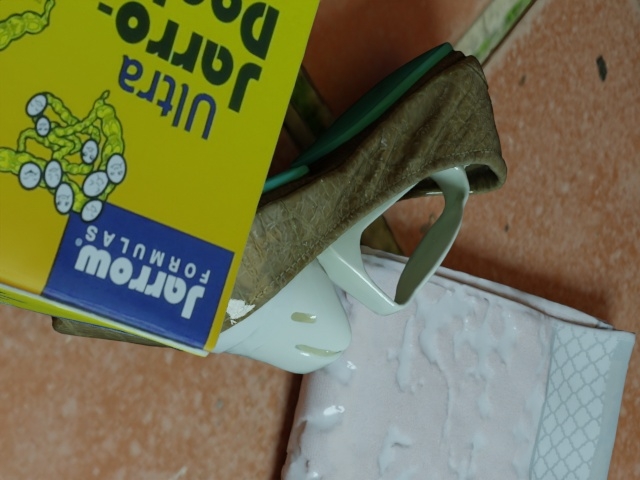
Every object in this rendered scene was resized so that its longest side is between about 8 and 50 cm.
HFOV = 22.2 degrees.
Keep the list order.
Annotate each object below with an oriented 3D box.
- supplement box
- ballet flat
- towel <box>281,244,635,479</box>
[{"bbox_3d":[-0.126,-0.150,0.771,0.195,0.194,0.357,23,80,-43],"label":"supplement box"},{"bbox_3d":[0.000,0.000,0.960,0.342,0.116,0.124,-35,96,-40],"label":"ballet flat"},{"bbox_3d":[0.090,0.191,1.120,0.317,0.053,0.332,14,85,-43],"label":"towel"}]
